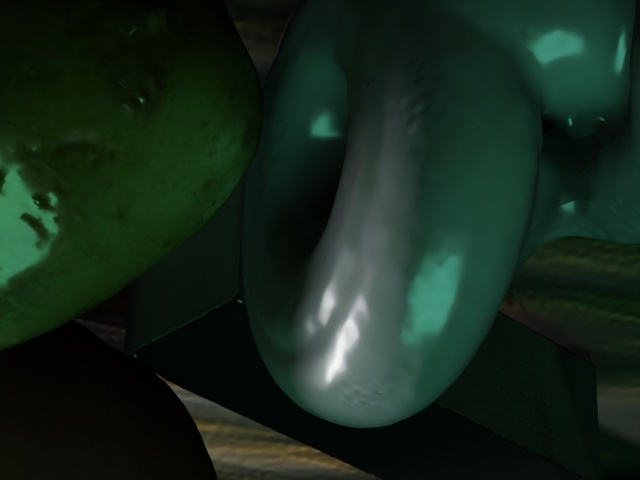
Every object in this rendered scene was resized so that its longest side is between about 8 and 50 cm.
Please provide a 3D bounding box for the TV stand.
[{"bbox_3d":[0.031,0.064,0.936,0.269,0.082,0.088,28,138,-35],"label":"TV stand"}]

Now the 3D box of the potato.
[{"bbox_3d":[-0.178,-0.048,0.760,0.307,0.210,0.173,-10,144,4],"label":"potato"}]

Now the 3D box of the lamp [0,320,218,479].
[{"bbox_3d":[-0.202,0.143,0.916,0.305,0.239,0.305,19,163,6],"label":"lamp"}]

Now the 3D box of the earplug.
[{"bbox_3d":[0.086,-0.053,0.732,0.325,0.214,0.175,-33,135,25],"label":"earplug"}]
